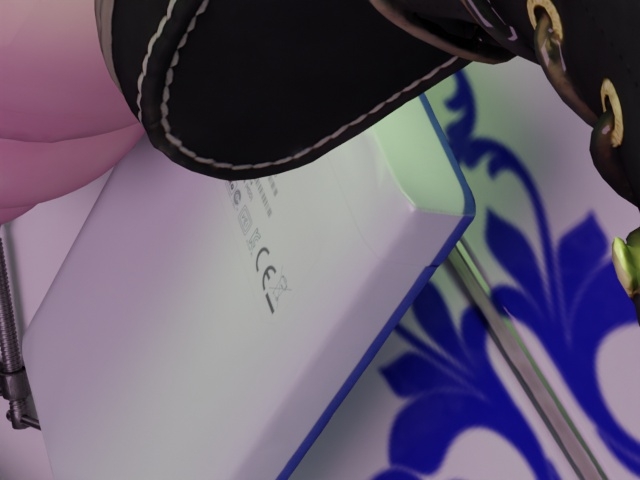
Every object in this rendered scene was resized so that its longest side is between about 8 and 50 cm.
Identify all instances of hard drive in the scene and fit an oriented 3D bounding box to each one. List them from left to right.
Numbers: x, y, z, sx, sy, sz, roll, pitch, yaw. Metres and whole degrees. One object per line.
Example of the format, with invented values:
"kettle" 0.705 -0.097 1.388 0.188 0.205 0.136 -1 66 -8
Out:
"hard drive" -0.051 0.021 0.870 0.319 0.040 0.210 -57 40 36

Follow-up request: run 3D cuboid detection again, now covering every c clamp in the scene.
"c clamp" -0.195 0.034 1.068 0.137 0.022 0.161 1 105 46

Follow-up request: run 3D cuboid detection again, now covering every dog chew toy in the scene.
"dog chew toy" -0.148 -0.108 0.838 0.207 0.206 0.332 58 148 11

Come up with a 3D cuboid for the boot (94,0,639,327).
"boot" 0.077 -0.049 0.467 0.377 0.138 0.284 -38 52 37
